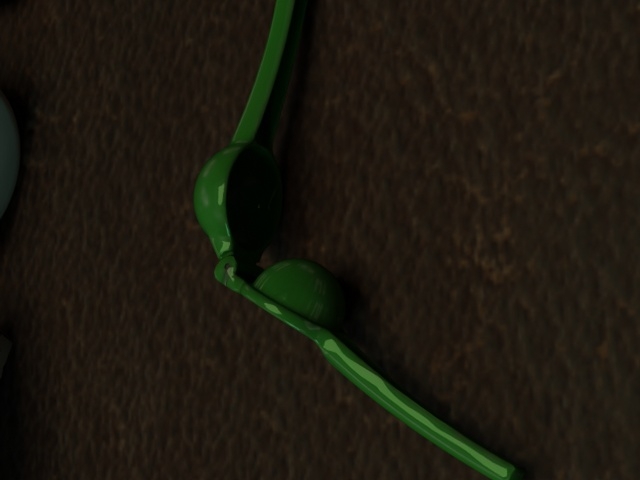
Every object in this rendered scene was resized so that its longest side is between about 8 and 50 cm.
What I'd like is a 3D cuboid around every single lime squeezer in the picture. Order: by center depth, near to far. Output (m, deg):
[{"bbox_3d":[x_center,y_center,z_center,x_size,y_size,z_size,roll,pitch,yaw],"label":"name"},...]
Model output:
[{"bbox_3d":[0.000,0.000,0.905,0.110,0.059,0.310,-22,65,5],"label":"lime squeezer"}]

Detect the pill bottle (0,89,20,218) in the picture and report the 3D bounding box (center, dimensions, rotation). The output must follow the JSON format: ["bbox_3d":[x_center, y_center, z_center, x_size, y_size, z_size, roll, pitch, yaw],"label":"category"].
[{"bbox_3d":[-0.293,-0.067,1.111,0.221,0.124,0.124,18,96,42],"label":"pill bottle"}]

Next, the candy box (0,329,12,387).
[{"bbox_3d":[-0.276,0.150,1.028,0.159,0.071,0.233,-13,51,29],"label":"candy box"}]
